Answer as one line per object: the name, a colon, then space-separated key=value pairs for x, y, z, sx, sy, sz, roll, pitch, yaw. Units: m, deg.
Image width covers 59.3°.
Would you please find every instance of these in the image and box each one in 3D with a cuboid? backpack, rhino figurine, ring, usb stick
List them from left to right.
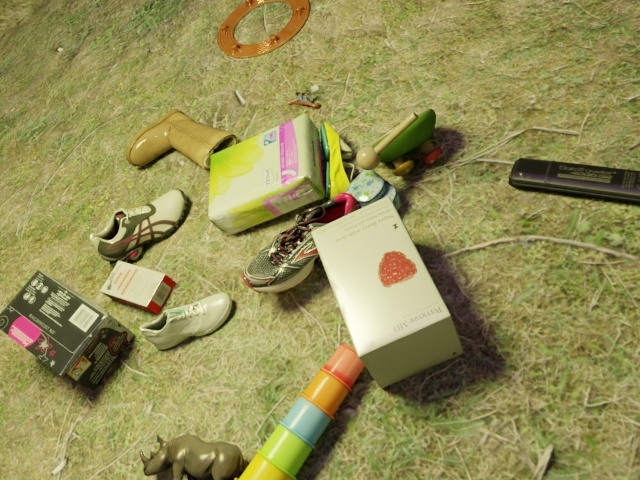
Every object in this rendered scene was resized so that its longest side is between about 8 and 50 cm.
rhino figurine: x=-0.251 y=0.432 z=1.085 sx=0.243 sy=0.073 sz=0.106 roll=2 pitch=63 yaw=25
ring: x=-0.197 y=-0.735 z=1.875 sx=0.337 sy=0.032 sz=0.336 roll=-12 pitch=55 yaw=17
backpack: x=0.119 y=-0.098 z=1.277 sx=0.105 sy=0.084 sz=0.114 roll=-47 pitch=56 yaw=-8
usb stick: x=0.528 y=-0.123 z=1.145 sx=0.278 sy=0.045 sz=0.077 roll=12 pitch=56 yaw=29

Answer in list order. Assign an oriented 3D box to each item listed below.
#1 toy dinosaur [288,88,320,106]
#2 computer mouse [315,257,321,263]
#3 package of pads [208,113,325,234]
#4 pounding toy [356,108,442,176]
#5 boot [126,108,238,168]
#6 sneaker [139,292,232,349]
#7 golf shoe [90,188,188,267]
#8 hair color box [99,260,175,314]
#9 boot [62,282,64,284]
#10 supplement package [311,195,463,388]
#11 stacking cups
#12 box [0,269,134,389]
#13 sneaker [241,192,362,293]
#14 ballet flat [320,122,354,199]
toy dinosaur: x=-0.037 y=-0.389 z=1.581 sx=0.090 sy=0.047 sz=0.082 roll=-49 pitch=55 yaw=29
computer mouse: x=0.000 y=0.000 z=1.289 sx=0.106 sy=0.042 sz=0.193 roll=37 pitch=72 yaw=30
package of pads: x=-0.138 y=-0.158 z=1.400 sx=0.297 sy=0.101 sz=0.229 roll=-20 pitch=52 yaw=21
pounding toy: x=0.198 y=-0.204 z=1.279 sx=0.183 sy=0.237 sz=0.110 roll=-32 pitch=90 yaw=27
boot: x=-0.403 y=-0.265 z=1.610 sx=0.269 sy=0.089 sz=0.236 roll=31 pitch=74 yaw=34
sneaker: x=-0.303 y=0.174 z=1.266 sx=0.212 sy=0.094 sz=0.080 roll=-29 pitch=50 yaw=2
golf shoe: x=-0.468 y=-0.047 z=1.471 sx=0.273 sy=0.120 sz=0.105 roll=-45 pitch=51 yaw=-11
hair color box: x=-0.454 y=0.116 z=1.396 sx=0.167 sy=0.053 sz=0.093 roll=13 pitch=65 yaw=28
boot: x=-0.684 y=0.175 z=1.460 sx=0.099 sy=0.045 sz=0.121 roll=20 pitch=72 yaw=33
supplement package: x=0.125 y=0.097 z=1.083 sx=0.178 sy=0.175 sz=0.293 roll=-25 pitch=52 yaw=5
stacking cups: x=-0.031 y=0.331 z=1.042 sx=0.096 sy=0.096 sz=0.316 roll=23 pitch=70 yaw=33
box: x=-0.595 y=0.207 z=1.318 sx=0.247 sy=0.142 sz=0.163 roll=26 pitch=70 yaw=22
sneaker: x=-0.043 y=-0.001 z=1.207 sx=0.299 sy=0.112 sz=0.121 roll=-35 pitch=56 yaw=-9
ballet flat: x=0.044 y=-0.197 z=1.392 sx=0.077 sy=0.077 sz=0.231 roll=-2 pitch=58 yaw=-4
